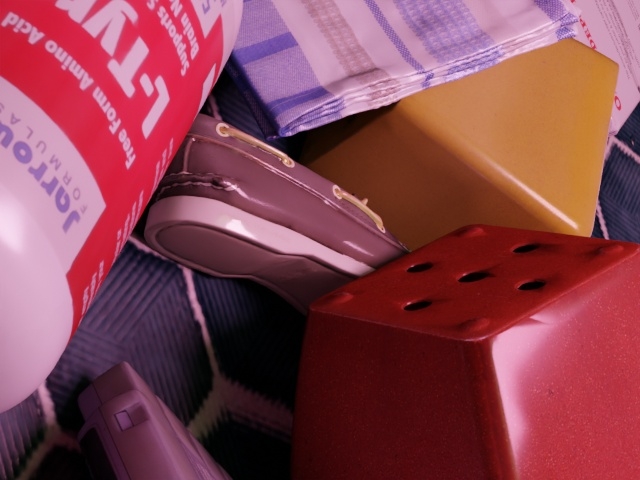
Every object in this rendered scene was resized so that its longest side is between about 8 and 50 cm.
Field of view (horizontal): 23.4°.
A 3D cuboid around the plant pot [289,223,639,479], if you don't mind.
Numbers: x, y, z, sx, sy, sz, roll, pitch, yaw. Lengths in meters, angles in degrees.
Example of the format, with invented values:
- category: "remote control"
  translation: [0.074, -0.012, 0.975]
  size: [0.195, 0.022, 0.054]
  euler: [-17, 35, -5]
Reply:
- category: "plant pot"
  translation: [0.130, 0.132, 1.124]
  size: [0.267, 0.267, 0.236]
  euler: [-26, 111, -34]

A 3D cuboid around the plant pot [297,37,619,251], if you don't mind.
- category: "plant pot"
  translation: [0.105, -0.088, 1.332]
  size: [0.187, 0.212, 0.212]
  euler: [34, 50, -23]

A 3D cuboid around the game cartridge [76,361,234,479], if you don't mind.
- category: "game cartridge"
  translation: [-0.043, 0.226, 0.947]
  size: [0.230, 0.068, 0.355]
  euler: [47, -1, -26]

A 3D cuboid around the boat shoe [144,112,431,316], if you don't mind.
- category: "boat shoe"
  translation: [0.000, 0.000, 1.224]
  size: [0.324, 0.116, 0.097]
  euler: [25, 61, -39]

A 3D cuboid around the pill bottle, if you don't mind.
- category: "pill bottle"
  translation: [-0.212, -0.048, 0.866]
  size: [0.229, 0.229, 0.408]
  euler: [51, 42, -28]

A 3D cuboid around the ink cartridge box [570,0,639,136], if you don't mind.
- category: "ink cartridge box"
  translation: [0.286, -0.225, 1.689]
  size: [0.172, 0.100, 0.237]
  euler: [62, 37, -15]

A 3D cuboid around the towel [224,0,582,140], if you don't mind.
- category: "towel"
  translation: [0.042, -0.204, 1.236]
  size: [0.285, 0.034, 0.209]
  euler: [-22, 66, -18]
